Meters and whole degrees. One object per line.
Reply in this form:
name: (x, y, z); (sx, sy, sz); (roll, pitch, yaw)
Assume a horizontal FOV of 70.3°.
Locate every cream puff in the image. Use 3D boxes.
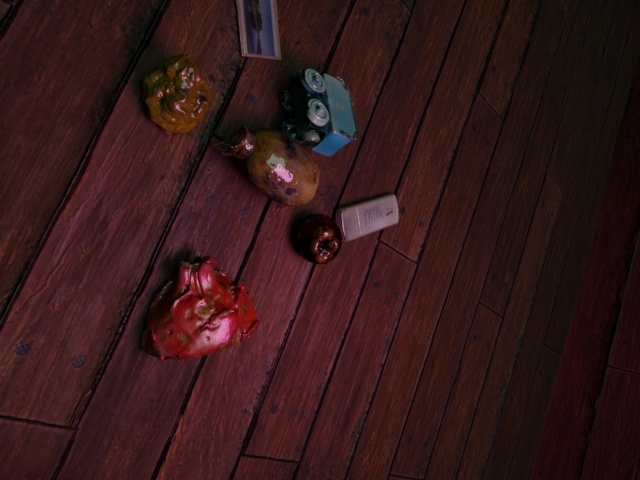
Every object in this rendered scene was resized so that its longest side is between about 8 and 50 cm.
cream puff: (-0.277, -0.291, 0.906); (0.146, 0.116, 0.146); (-1, 92, -40)

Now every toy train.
toy train: (-0.002, -0.309, 1.094); (0.163, 0.112, 0.203); (11, 63, -39)

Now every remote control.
remote control: (0.136, -0.068, 1.304); (0.233, 0.038, 0.098); (-19, 107, -36)

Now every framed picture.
framed picture: (-0.144, -0.499, 1.055); (0.109, 0.011, 0.149); (-12, 101, -37)

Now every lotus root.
lotus root: (-0.113, -0.178, 1.025); (0.278, 0.154, 0.154); (30, 76, -36)

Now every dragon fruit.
dragon fruit: (-0.246, 0.129, 0.961); (0.262, 0.134, 0.211); (-20, 104, -35)

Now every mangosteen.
mangosteen: (0.000, 0.000, 1.139); (0.140, 0.140, 0.140); (-5, 97, -38)
